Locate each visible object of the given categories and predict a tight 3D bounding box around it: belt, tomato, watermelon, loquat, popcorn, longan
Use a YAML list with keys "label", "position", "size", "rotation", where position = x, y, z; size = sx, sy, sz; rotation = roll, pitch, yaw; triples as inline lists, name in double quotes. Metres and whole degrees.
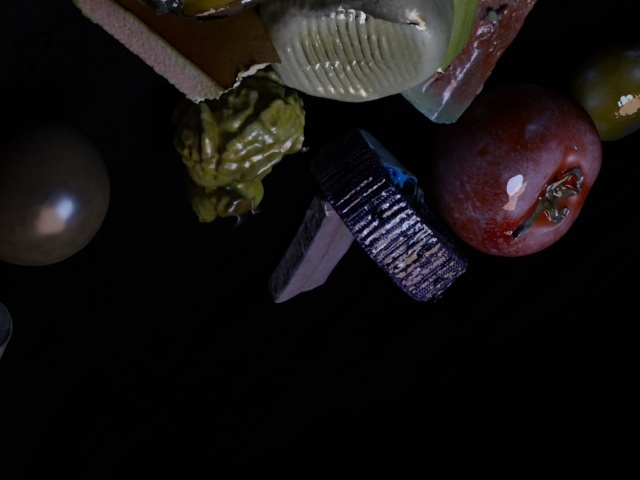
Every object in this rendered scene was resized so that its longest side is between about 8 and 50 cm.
- label: "belt"
  position: [0.096, -0.039, 2.028]
  size: [0.122, 0.260, 0.325]
  rotation: [-38, 157, 9]
- label: "tomato"
  position: [0.285, -0.115, 2.133]
  size: [0.270, 0.227, 0.270]
  rotation: [-27, 139, -27]
- label: "watermelon"
  position: [0.188, -0.283, 1.805]
  size: [0.257, 0.140, 0.193]
  rotation: [-45, 163, 20]
- label: "loquat"
  position: [0.461, -0.237, 2.195]
  size: [0.152, 0.152, 0.195]
  rotation: [-4, 140, -48]
- label: "popcorn"
  position: [-0.103, -0.125, 1.753]
  size: [0.168, 0.173, 0.195]
  rotation: [-42, 158, -29]
- label: "longan"
  position: [-0.339, -0.064, 1.585]
  size: [0.204, 0.159, 0.185]
  rotation: [19, 124, -11]

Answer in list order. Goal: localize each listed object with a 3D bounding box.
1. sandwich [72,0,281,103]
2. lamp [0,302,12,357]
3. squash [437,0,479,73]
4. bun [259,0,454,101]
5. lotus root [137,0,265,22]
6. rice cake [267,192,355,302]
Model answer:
- label: "sandwich"
  position: [-0.144, -0.210, 1.460]
  size: [0.193, 0.162, 0.058]
  rotation: [-9, 155, -39]
- label: "lamp"
  position: [-0.503, 0.151, 1.921]
  size: [0.121, 0.121, 0.214]
  rotation: [-7, 159, -44]
- label: "squash"
  position: [0.150, -0.344, 1.616]
  size: [0.137, 0.137, 0.287]
  rotation: [-14, 143, -32]
- label: "bun"
  position: [0.039, -0.259, 1.565]
  size: [0.229, 0.145, 0.229]
  rotation: [1, 156, 1]
- label: "lotus root"
  position: [-0.092, -0.292, 1.408]
  size: [0.209, 0.120, 0.120]
  rotation: [-25, 159, -9]
- label: "rice cake"
  position: [0.001, 0.000, 2.293]
  size: [0.106, 0.050, 0.298]
  rotation: [-17, 156, -29]
